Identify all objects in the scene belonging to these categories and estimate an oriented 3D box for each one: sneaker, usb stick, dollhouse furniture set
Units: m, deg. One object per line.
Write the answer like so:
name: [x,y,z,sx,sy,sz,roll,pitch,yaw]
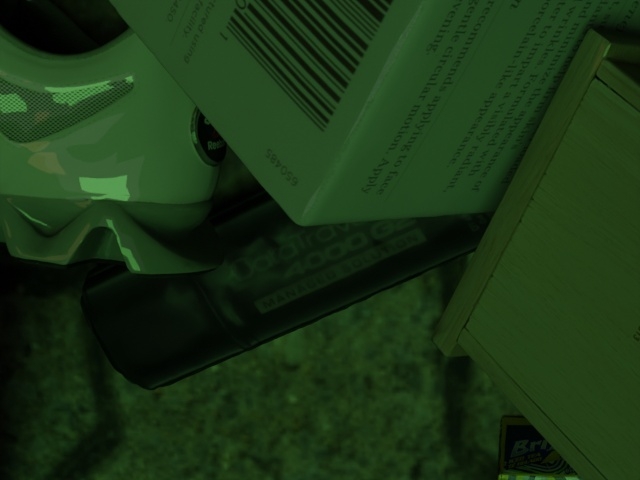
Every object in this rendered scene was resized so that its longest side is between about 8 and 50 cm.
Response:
sneaker: [-0.200,-0.075,0.684,0.330,0.122,0.146,6,100,11]
usb stick: [0.000,0.000,0.715,0.278,0.045,0.077,-25,105,22]
dollhouse furniture set: [0.249,-0.002,0.523,0.303,0.198,0.286,-1,126,-40]

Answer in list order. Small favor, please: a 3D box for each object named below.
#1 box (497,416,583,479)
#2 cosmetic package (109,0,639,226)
box: [0.130,0.182,0.785,0.059,0.054,0.169,0,118,10]
cosmetic package: [0.047,-0.112,0.537,0.151,0.183,0.151,50,125,31]
